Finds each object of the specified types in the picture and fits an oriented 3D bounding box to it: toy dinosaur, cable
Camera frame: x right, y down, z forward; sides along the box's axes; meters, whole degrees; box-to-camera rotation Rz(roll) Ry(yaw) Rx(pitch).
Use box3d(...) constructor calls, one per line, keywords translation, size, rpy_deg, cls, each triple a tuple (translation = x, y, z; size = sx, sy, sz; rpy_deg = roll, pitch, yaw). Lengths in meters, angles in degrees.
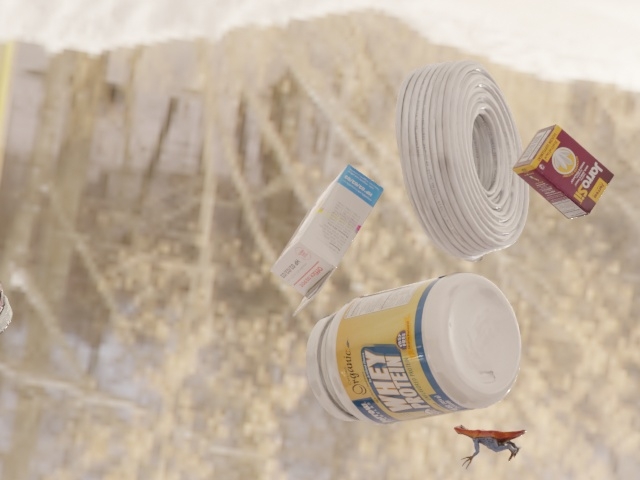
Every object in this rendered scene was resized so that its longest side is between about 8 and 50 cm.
box3d(translation=(0.200, 0.232, 2.059), size=(0.082, 0.090, 0.047), rpy_deg=(32, -150, 16), cls="toy dinosaur")
box3d(translation=(0.182, -0.104, 2.200), size=(0.089, 0.257, 0.257), rpy_deg=(-9, 174, 27), cls="cable")

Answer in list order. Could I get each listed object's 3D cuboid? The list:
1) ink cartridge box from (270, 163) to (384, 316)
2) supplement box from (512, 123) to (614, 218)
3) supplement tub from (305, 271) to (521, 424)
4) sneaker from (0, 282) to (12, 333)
box3d(translation=(0.000, 0.000, 2.228), size=(0.061, 0.181, 0.104), rpy_deg=(35, 147, -6), cls="ink cartridge box")
box3d(translation=(0.245, -0.069, 1.742), size=(0.083, 0.055, 0.043), rpy_deg=(39, 162, -14), cls="supplement box")
box3d(translation=(0.097, 0.119, 1.834), size=(0.200, 0.144, 0.144), rpy_deg=(-16, 162, 42), cls="supplement tub")
box3d(translation=(-0.400, 0.094, 1.862), size=(0.072, 0.077, 0.178), rpy_deg=(11, -140, 14), cls="sneaker")
